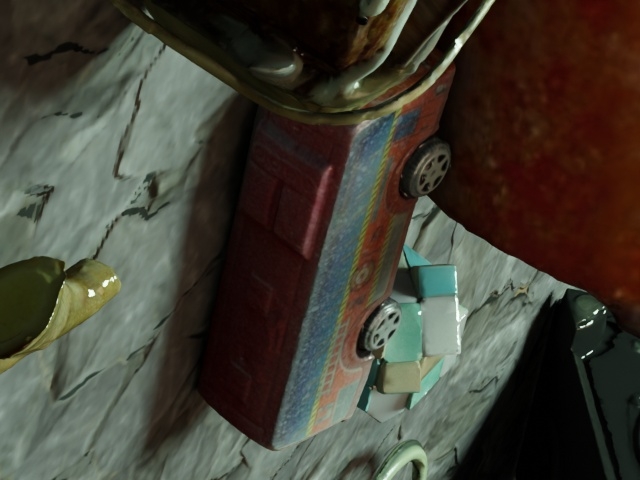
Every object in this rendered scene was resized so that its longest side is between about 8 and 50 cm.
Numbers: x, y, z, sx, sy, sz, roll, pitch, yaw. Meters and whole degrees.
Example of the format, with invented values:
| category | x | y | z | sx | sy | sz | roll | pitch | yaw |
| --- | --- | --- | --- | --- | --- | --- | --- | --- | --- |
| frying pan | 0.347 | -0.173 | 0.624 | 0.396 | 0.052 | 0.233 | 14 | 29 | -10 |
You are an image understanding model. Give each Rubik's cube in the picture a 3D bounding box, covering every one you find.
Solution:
| category | x | y | z | sx | sy | sz | roll | pitch | yaw |
| --- | --- | --- | --- | --- | --- | --- | --- | --- | --- |
| Rubik's cube | 0.039 | 0.042 | 0.937 | 0.084 | 0.073 | 0.075 | -49 | 158 | -23 |

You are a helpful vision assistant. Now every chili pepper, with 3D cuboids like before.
| category | x | y | z | sx | sy | sz | roll | pitch | yaw |
| --- | --- | --- | --- | --- | --- | --- | --- | --- | --- |
| chili pepper | 0.155 | -0.146 | 0.813 | 0.251 | 0.229 | 0.305 | -12 | 121 | -13 |

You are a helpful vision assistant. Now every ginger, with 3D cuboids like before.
| category | x | y | z | sx | sy | sz | roll | pitch | yaw |
| --- | --- | --- | --- | --- | --- | --- | --- | --- | --- |
| ginger | -0.102 | 0.024 | 0.645 | 0.097 | 0.030 | 0.048 | -35 | 175 | -46 |

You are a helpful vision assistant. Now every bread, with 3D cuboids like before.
| category | x | y | z | sx | sy | sz | roll | pitch | yaw |
| --- | --- | --- | --- | --- | --- | --- | --- | --- | --- |
| bread | 0.021 | -0.149 | 0.571 | 0.224 | 0.142 | 0.212 | -55 | 173 | -17 |

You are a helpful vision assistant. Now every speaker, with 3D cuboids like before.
| category | x | y | z | sx | sy | sz | roll | pitch | yaw |
| --- | --- | --- | --- | --- | --- | --- | --- | --- | --- |
| speaker | 0.252 | 0.188 | 1.348 | 0.254 | 0.184 | 0.232 | 95 | -12 | -47 |

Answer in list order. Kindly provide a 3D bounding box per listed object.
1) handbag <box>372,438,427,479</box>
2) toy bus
| category | x | y | z | sx | sy | sz | roll | pitch | yaw |
| --- | --- | --- | --- | --- | --- | --- | --- | --- | --- |
| handbag | -0.010 | 0.263 | 1.148 | 0.241 | 0.109 | 0.315 | -8 | 111 | -66 |
| toy bus | 0.000 | 0.000 | 0.806 | 0.077 | 0.065 | 0.192 | -28 | 142 | -43 |
